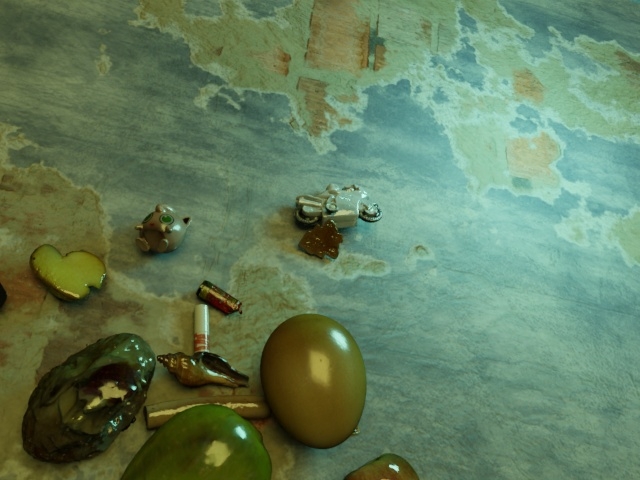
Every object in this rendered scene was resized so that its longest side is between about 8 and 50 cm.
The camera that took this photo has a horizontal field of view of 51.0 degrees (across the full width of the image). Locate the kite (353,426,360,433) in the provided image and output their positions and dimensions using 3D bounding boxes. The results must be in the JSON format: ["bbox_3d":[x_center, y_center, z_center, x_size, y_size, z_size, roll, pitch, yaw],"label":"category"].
[{"bbox_3d":[0.049,0.450,1.694,0.125,0.008,0.222,34,56,5],"label":"kite"}]

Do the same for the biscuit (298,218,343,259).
[{"bbox_3d":[0.000,0.000,1.918,0.130,0.019,0.119,-7,102,-2],"label":"biscuit"}]

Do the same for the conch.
[{"bbox_3d":[-0.288,0.315,1.638,0.232,0.080,0.086,10,79,-37],"label":"conch"}]

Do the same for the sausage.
[{"bbox_3d":[-0.264,0.404,1.595,0.301,0.066,0.066,0,60,-19],"label":"sausage"}]

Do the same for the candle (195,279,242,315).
[{"bbox_3d":[-0.259,0.156,1.754,0.130,0.052,0.052,32,56,5],"label":"candle"}]

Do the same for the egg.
[{"bbox_3d":[-0.013,0.332,1.602,0.250,0.250,0.322,-8,65,-22],"label":"egg"}]

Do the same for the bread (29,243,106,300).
[{"bbox_3d":[-0.634,0.078,1.686,0.187,0.065,0.149,34,45,9],"label":"bread"}]

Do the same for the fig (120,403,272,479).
[{"bbox_3d":[-0.271,0.494,1.429,0.326,0.258,0.258,-24,68,-14],"label":"fig"}]

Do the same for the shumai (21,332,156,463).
[{"bbox_3d":[-0.497,0.312,1.447,0.217,0.283,0.346,42,59,8],"label":"shumai"}]

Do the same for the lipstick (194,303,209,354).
[{"bbox_3d":[-0.302,0.229,1.704,0.038,0.038,0.131,3,59,-15],"label":"lipstick"}]

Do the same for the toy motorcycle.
[{"bbox_3d":[0.047,-0.105,1.987,0.260,0.110,0.171,-3,44,-11],"label":"toy motorcycle"}]

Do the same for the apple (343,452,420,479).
[{"bbox_3d":[0.144,0.589,1.532,0.188,0.188,0.174,-23,73,-28],"label":"apple"}]

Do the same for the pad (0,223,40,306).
[{"bbox_3d":[-0.810,0.060,1.641,0.323,0.055,0.250,-30,72,-30],"label":"pad"}]

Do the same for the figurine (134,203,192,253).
[{"bbox_3d":[-0.418,-0.028,1.776,0.125,0.125,0.138,25,45,-1],"label":"figurine"}]
